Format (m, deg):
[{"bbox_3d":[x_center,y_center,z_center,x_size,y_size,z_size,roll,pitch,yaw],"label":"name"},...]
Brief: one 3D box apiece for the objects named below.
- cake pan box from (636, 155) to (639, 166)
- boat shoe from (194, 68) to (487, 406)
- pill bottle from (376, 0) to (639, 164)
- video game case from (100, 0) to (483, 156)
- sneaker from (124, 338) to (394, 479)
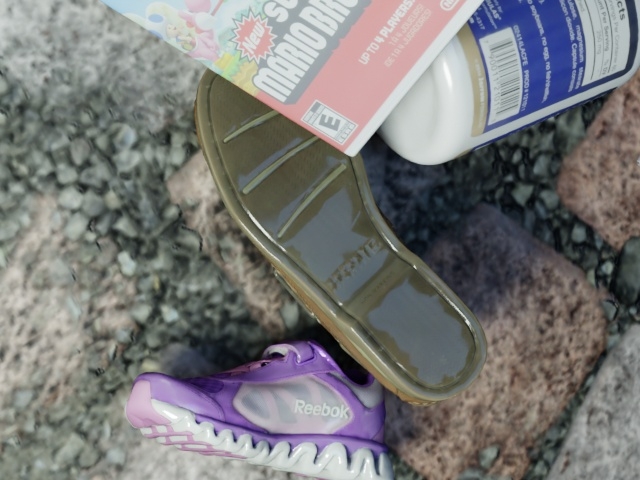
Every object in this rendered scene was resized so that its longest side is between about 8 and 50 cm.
[{"bbox_3d":[0.444,-0.097,1.535,0.267,0.070,0.246,35,80,-27],"label":"cake pan box"},{"bbox_3d":[0.000,0.000,1.274,0.110,0.104,0.307,-34,90,-14],"label":"boat shoe"},{"bbox_3d":[0.163,-0.170,1.319,0.264,0.153,0.153,-23,105,-26],"label":"pill bottle"},{"bbox_3d":[-0.045,-0.195,1.141,0.285,0.204,0.025,32,44,-9],"label":"video game case"},{"bbox_3d":[-0.040,0.121,1.274,0.236,0.095,0.105,17,80,-34],"label":"sneaker"}]
